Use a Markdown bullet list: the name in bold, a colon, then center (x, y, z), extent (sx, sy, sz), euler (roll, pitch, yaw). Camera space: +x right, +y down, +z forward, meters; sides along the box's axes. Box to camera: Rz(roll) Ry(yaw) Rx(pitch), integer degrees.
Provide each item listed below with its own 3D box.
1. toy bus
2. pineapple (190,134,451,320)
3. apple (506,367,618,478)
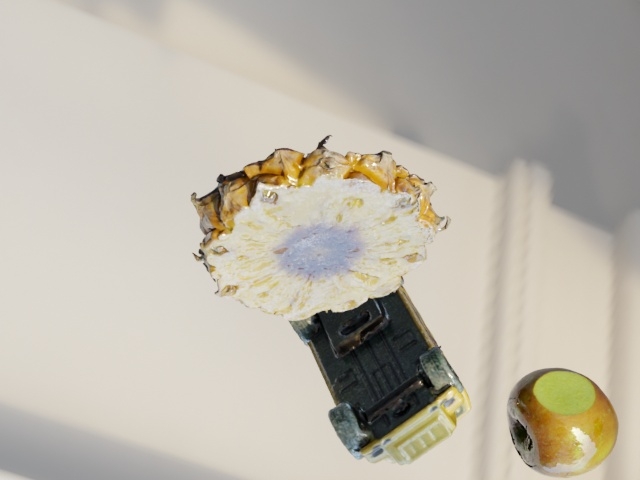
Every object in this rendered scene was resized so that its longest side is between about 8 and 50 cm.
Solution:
- **toy bus**: center (0.056, 0.110, 1.690), extent (0.121, 0.123, 0.335), euler (-34, -150, 4)
- **pineapple**: center (0.000, 0.000, 1.391), extent (0.221, 0.221, 0.047), euler (-52, -145, 44)
- **apple**: center (0.242, 0.182, 1.750), extent (0.114, 0.102, 0.099), euler (-124, -154, -43)
